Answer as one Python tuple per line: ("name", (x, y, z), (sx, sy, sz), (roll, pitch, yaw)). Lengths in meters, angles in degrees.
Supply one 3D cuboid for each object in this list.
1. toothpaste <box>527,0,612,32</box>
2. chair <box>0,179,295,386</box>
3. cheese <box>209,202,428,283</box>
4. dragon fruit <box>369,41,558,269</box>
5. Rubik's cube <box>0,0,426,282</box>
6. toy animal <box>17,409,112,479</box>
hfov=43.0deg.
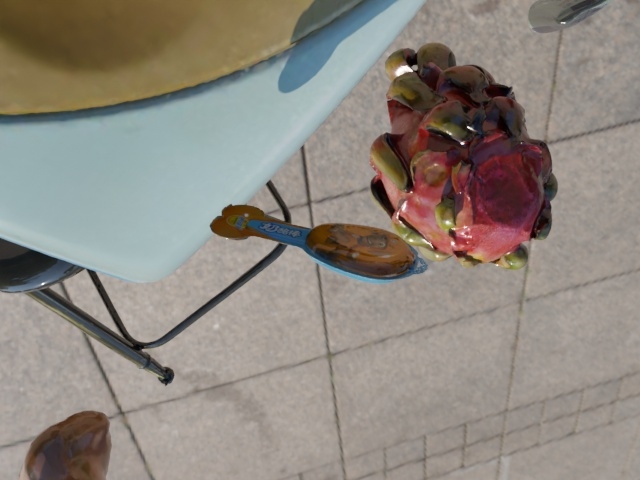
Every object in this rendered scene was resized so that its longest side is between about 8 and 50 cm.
("toothpaste", (0.314, -0.297, 1.054), (0.069, 0.268, 0.047), (4, 102, 2))
("chair", (-0.262, -0.060, 1.095), (0.362, 0.364, 0.410), (-37, 158, 11))
("cheese", (0.000, 0.001, 0.411), (0.111, 0.047, 0.017), (13, 117, 8))
("dragon fruit", (0.180, -0.115, 1.041), (0.243, 0.307, 0.228), (2, 166, 45))
("Rubik's cube", (-0.159, -0.228, 0.492), (0.347, 0.351, 0.352), (30, 106, -36))
("toy animal", (-0.172, 0.321, 0.667), (0.191, 0.338, 0.216), (-9, 132, -49))
